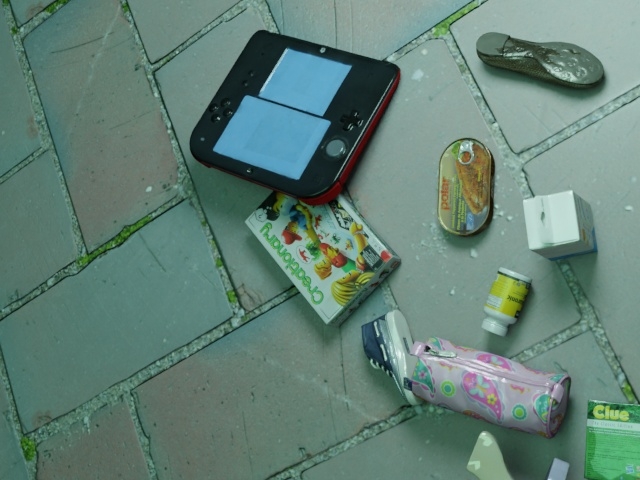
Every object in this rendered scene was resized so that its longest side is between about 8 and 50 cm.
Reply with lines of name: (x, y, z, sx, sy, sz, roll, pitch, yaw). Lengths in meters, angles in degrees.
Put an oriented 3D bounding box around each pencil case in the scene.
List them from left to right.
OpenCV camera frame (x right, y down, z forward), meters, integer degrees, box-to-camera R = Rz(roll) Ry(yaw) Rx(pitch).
pencil case: (0.296, 0.257, 1.724, 0.284, 0.124, 0.124, 15, 88, 30)

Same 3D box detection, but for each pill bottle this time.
pill bottle: (0.334, 0.112, 1.762, 0.065, 0.065, 0.116, 23, 93, 30)

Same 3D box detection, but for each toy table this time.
toy table: (0.295, 0.472, 1.630, 0.160, 0.252, 0.274, 22, 82, 15)

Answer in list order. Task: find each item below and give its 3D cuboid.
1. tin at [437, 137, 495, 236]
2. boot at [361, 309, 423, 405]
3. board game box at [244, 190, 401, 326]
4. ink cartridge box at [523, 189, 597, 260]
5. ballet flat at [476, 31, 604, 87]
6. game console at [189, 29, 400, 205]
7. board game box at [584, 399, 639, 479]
tin: (0.278, -0.101, 1.850, 0.106, 0.040, 0.190, 0, 81, 25)
boot: (0.138, 0.234, 1.856, 0.086, 0.069, 0.190, -28, 60, 30)
board game box: (0.000, 0.000, 1.975, 0.193, 0.053, 0.305, -47, 62, 13)
ink cartridge box: (0.417, -0.026, 1.695, 0.089, 0.143, 0.092, -13, 75, 27)
ballet flat: (0.408, -0.332, 1.815, 0.249, 0.058, 0.084, 18, 68, 25)
game console: (-0.063, -0.265, 2.018, 0.386, 0.060, 0.342, 22, 79, 30)
board game box: (0.572, 0.343, 1.609, 0.259, 0.030, 0.136, 1, 84, 29)
